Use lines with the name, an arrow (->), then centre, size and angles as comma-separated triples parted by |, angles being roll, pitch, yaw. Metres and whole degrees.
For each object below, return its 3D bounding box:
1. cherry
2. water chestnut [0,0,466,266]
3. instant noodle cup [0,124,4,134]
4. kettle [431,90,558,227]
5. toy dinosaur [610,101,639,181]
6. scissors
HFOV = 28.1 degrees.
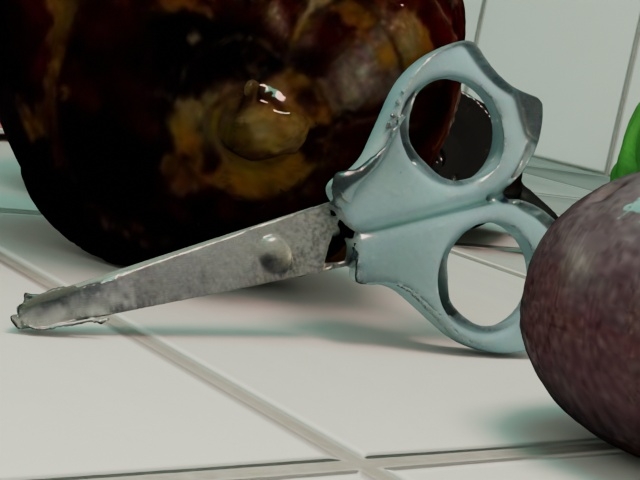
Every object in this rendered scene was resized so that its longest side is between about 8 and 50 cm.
cherry -> 0.185, 0.041, 0.602 | 0.176, 0.140, 0.176 | 22, 27, -12
water chestnut -> -0.062, -0.152, 0.885 | 0.335, 0.335, 0.347 | 12, 25, 5
instant noodle cup -> -0.410, -0.254, 1.395 | 0.243, 0.255, 0.244 | 8, 8, -1
kettle -> 0.160, -0.067, 1.313 | 0.202, 0.144, 0.232 | 34, 12, 16
toy dinosaur -> 0.358, -0.159, 1.203 | 0.144, 0.374, 0.500 | 16, 51, 7
scissors -> 0.001, 0.000, 0.701 | 0.360, 0.191, 0.029 | -14, 4, -34
